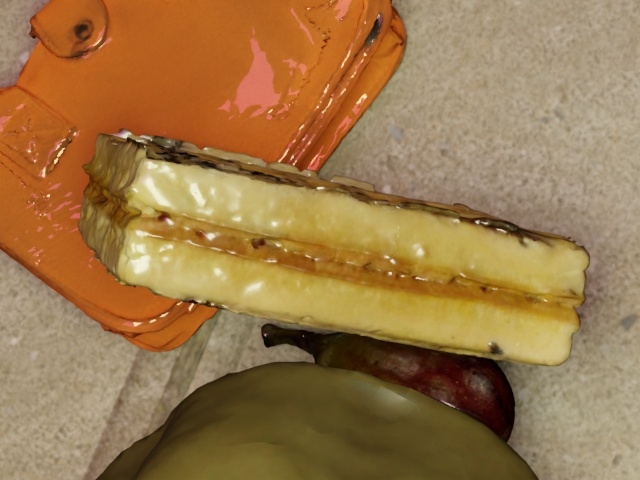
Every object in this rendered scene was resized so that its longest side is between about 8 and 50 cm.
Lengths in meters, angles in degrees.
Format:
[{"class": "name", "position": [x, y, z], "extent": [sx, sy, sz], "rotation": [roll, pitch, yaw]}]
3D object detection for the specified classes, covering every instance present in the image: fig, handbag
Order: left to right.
[{"class": "handbag", "position": [-0.138, -0.130, 1.691], "extent": [0.303, 0.116, 0.410], "rotation": [36, 88, 16]}, {"class": "fig", "position": [0.052, 0.133, 1.592], "extent": [0.145, 0.170, 0.274], "rotation": [-32, 49, -32]}]

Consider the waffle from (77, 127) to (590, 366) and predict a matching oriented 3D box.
[{"class": "waffle", "position": [0.000, -0.001, 1.492], "extent": [0.376, 0.261, 0.114], "rotation": [11, 97, -16]}]

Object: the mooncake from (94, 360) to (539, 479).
[{"class": "mooncake", "position": [-0.015, 0.341, 1.427], "extent": [0.467, 0.262, 0.467], "rotation": [6, 112, 15]}]
